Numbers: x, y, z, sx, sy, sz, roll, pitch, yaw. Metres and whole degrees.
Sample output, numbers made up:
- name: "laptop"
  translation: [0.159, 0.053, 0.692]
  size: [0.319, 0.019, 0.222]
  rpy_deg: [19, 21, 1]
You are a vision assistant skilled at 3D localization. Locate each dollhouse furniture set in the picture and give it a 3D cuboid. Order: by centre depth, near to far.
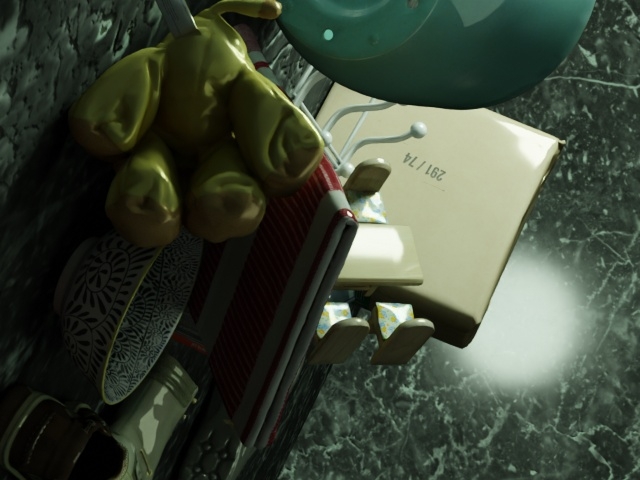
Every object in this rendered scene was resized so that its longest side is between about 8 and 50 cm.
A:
- name: "dollhouse furniture set"
  translation: [0.000, 0.000, 1.244]
  size: [0.161, 0.242, 0.212]
  rpy_deg: [123, -38, -51]

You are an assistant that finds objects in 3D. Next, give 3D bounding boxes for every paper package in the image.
- name: "paper package"
  translation: [0.123, -0.049, 1.658]
  size: [0.168, 0.325, 0.309]
  rpy_deg: [91, 24, -68]

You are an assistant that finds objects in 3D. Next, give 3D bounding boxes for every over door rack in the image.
- name: "over door rack"
  translation: [0.072, -0.220, 1.415]
  size: [0.239, 0.108, 0.324]
  rpy_deg: [49, 58, -69]

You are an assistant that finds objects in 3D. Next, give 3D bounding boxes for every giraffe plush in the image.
- name: "giraffe plush"
  translation: [-0.102, -0.088, 0.937]
  size: [0.170, 0.181, 0.210]
  rpy_deg: [118, -36, -76]

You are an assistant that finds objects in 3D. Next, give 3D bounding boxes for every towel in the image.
- name: "towel"
  translation: [-0.059, -0.013, 1.026]
  size: [0.237, 0.037, 0.329]
  rpy_deg: [-69, -151, 28]

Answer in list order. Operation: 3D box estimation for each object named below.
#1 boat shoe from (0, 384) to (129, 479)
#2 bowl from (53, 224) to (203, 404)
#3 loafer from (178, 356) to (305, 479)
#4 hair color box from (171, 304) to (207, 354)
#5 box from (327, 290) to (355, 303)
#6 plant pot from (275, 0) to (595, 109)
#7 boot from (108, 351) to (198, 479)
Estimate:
- name: "boat shoe"
  translation: [-0.222, 0.199, 1.077]
  size: [0.095, 0.095, 0.257]
  rpy_deg: [-64, 171, -9]
- name: "bowl"
  translation: [-0.173, 0.046, 1.011]
  size: [0.170, 0.080, 0.170]
  rpy_deg: [24, 90, -80]
- name: "loafer"
  translation: [-0.111, 0.237, 1.780]
  size: [0.319, 0.112, 0.111]
  rpy_deg: [-59, 176, 5]
- name: "hair color box"
  translation: [-0.116, 0.067, 1.343]
  size: [0.053, 0.093, 0.167]
  rpy_deg: [-70, 169, 21]
- name: "box"
  translation: [-0.016, -0.022, 1.462]
  size: [0.175, 0.051, 0.220]
  rpy_deg: [-9, 88, -78]
- name: "plant pot"
  translation: [0.083, -0.258, 1.092]
  size: [0.235, 0.293, 0.293]
  rpy_deg: [-19, 134, -59]
- name: "boot"
  translation: [-0.200, 0.232, 1.351]
  size: [0.213, 0.077, 0.165]
  rpy_deg: [93, 21, -58]
